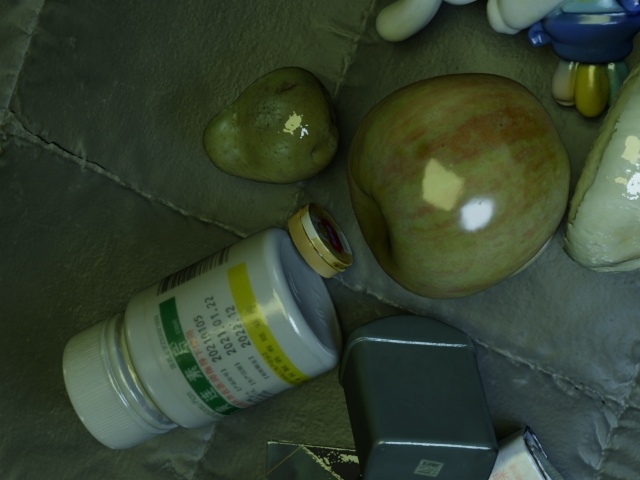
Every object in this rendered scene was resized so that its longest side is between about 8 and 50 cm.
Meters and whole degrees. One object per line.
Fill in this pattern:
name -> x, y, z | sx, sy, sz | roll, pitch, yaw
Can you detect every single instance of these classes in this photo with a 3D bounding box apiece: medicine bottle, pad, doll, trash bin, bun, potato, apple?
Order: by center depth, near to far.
apple -> 0.159, -0.068, 1.205 | 0.234, 0.257, 0.257 | -26, 82, -15
bun -> 0.388, -0.084, 1.210 | 0.146, 0.287, 0.287 | 22, 95, 17
doll -> 0.285, -0.348, 1.290 | 0.365, 0.376, 0.187 | 32, 53, 4
trash bin -> 0.120, 0.199, 1.311 | 0.176, 0.236, 0.101 | 6, 125, -12
medicine bottle -> -0.160, 0.141, 1.402 | 0.339, 0.208, 0.208 | -26, 83, 14
potato -> -0.068, -0.147, 1.412 | 0.194, 0.157, 0.157 | -16, 85, 17
pad -> -0.004, 0.408, 1.462 | 0.163, 0.004, 0.243 | 2, 90, 16

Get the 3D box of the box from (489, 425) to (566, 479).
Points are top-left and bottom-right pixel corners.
box -> 0.166, 0.408, 1.357 | 0.369, 0.112, 0.190 | -32, 83, 13

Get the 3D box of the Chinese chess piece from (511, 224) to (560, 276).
Chinese chess piece -> 0.195, -0.065, 1.363 | 0.250, 0.097, 0.251 | 0, 89, 15

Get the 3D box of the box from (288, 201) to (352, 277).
box -> 0.000, 0.000, 1.413 | 0.037, 0.105, 0.105 | -34, 81, 19
